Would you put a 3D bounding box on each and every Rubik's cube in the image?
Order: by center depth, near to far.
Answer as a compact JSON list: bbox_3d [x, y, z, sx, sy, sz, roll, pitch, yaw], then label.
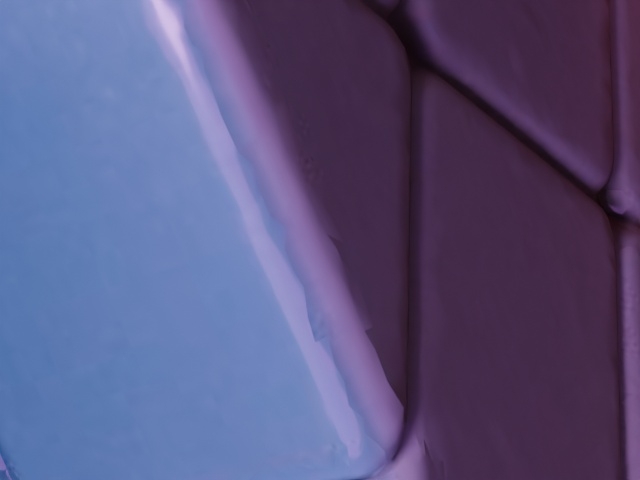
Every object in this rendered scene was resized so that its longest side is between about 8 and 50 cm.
[{"bbox_3d":[-0.069,-0.039,0.566,0.316,0.319,0.322,-14,105,33],"label":"Rubik's cube"}]
